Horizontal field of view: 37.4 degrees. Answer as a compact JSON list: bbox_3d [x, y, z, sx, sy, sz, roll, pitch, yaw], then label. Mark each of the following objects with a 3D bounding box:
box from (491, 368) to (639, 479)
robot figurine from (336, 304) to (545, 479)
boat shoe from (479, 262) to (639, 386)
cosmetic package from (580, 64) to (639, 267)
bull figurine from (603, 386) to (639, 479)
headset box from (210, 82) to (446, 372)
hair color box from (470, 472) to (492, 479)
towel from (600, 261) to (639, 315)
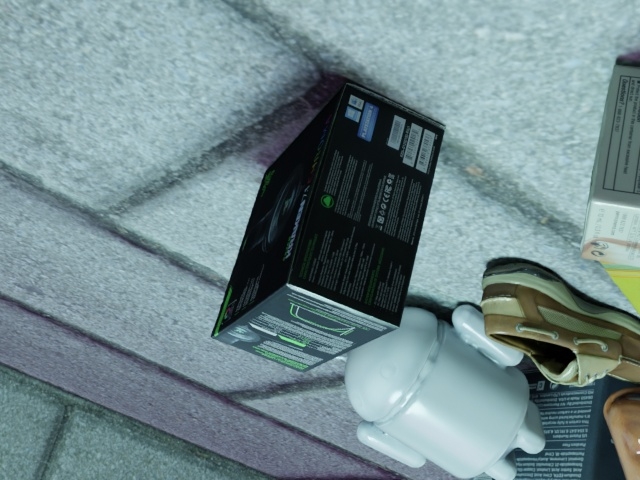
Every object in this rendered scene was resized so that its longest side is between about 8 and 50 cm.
[{"bbox_3d":[0.455,0.445,1.566,0.293,0.395,0.212,31,152,-28],"label":"box"},{"bbox_3d":[0.185,0.239,1.497,0.353,0.200,0.300,34,109,-9],"label":"robot figurine"},{"bbox_3d":[0.347,0.147,1.332,0.324,0.120,0.122,27,154,-21],"label":"boat shoe"},{"bbox_3d":[0.398,-0.048,0.852,0.296,0.153,0.129,11,157,15],"label":"cosmetic package"},{"bbox_3d":[0.523,0.358,1.381,0.188,0.101,0.310,-18,97,28],"label":"bull figurine"},{"bbox_3d":[0.000,0.000,1.088,0.131,0.246,0.283,23,156,-15],"label":"headset box"},{"bbox_3d":[0.499,0.537,1.988,0.374,0.185,0.113,25,153,-20],"label":"hair color box"},{"bbox_3d":[0.428,0.054,1.210,0.102,0.021,0.237,3,154,39],"label":"towel"}]
